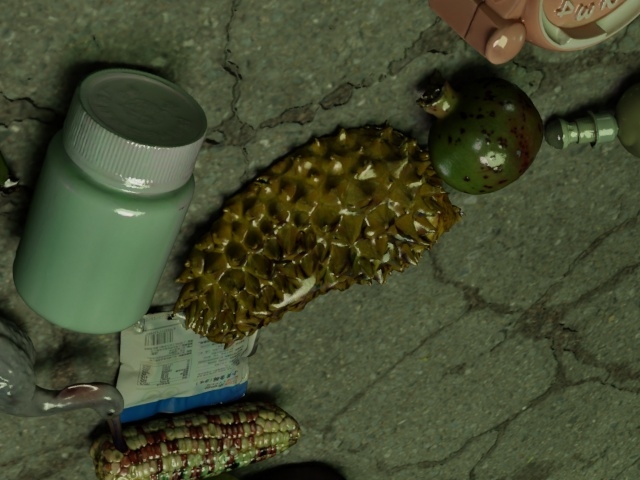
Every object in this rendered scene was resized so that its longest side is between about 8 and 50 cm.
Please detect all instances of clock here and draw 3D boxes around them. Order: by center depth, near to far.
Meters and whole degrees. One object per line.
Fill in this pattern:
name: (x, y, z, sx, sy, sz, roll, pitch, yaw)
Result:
clock: (0.239, -0.293, 1.280, 0.241, 0.142, 0.227, -11, 137, -35)

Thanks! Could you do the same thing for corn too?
corn: (-0.145, 0.240, 1.621, 0.253, 0.086, 0.086, -11, 136, -24)

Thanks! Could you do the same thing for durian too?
durian: (-0.001, 0.000, 1.440, 0.341, 0.112, 0.191, -24, 140, -7)

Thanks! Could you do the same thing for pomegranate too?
pomegranate: (0.167, -0.111, 1.421, 0.130, 0.130, 0.130, -16, 138, -16)

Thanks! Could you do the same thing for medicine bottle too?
medicine bottle: (-0.195, -0.033, 1.273, 0.139, 0.139, 0.225, 1, 131, -31)

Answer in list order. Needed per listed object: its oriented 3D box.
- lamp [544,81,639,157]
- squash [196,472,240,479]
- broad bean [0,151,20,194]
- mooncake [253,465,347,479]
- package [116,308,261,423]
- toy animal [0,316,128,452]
lamp: (0.330, -0.128, 1.536, 0.163, 0.091, 0.091, -9, 137, -3)
squash: (-0.152, 0.396, 1.691, 0.252, 0.049, 0.252, 4, 113, 10)
broad bean: (-0.321, -0.131, 1.175, 0.060, 0.043, 0.298, -30, 142, -17)
mooncake: (-0.056, 0.433, 1.829, 0.283, 0.141, 0.283, -15, 135, -15)
package: (-0.150, 0.136, 1.557, 0.171, 0.027, 0.173, -10, 136, -26)
toy animal: (-0.330, 0.136, 1.403, 0.324, 0.090, 0.195, 6, 135, -23)
